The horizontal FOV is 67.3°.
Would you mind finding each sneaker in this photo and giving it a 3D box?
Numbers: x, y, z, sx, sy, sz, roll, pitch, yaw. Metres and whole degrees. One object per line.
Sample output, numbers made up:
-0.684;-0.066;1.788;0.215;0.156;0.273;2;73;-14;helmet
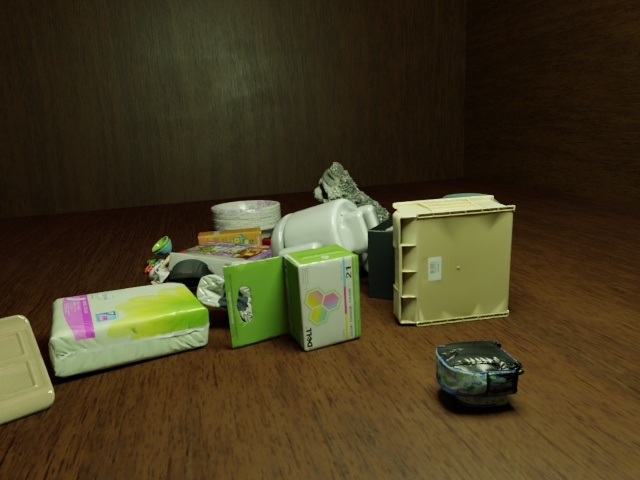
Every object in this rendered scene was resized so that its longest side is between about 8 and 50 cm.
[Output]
-0.159;0.143;1.133;0.235;0.093;0.153;13;1;10;sneaker

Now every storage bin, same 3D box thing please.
0.290;0.045;1.092;0.261;0.262;0.123;-5;16;-7;storage bin

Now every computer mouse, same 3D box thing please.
-0.364;0.092;1.267;0.184;0.060;0.262;-4;-13;3;computer mouse

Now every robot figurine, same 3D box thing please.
0.000;0.000;1.390;0.354;0.199;0.300;-14;5;34;robot figurine

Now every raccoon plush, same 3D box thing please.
0.196;-0.168;1.926;0.447;0.298;0.216;-5;13;-11;raccoon plush

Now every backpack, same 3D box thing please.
0.244;0.214;0.768;0.115;0.084;0.105;1;12;-5;backpack

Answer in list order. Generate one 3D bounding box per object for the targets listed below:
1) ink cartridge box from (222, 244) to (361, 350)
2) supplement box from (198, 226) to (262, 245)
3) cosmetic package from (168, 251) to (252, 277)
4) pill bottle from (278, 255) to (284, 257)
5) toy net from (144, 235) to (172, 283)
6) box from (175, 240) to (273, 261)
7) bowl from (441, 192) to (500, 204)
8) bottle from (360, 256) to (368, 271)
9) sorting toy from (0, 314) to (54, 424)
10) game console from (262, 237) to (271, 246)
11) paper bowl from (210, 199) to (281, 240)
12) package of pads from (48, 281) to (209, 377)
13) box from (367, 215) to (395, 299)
-0.054;0.127;0.982;0.256;0.188;0.097;-10;17;-23;ink cartridge box
-0.337;0.003;1.807;0.234;0.077;0.080;-6;14;-11;supplement box
-0.332;0.077;1.446;0.239;0.060;0.099;6;4;27;cosmetic package
-0.050;0.116;1.167;0.121;0.121;0.221;-9;14;-22;pill bottle
-0.527;0.074;1.534;0.122;0.045;0.232;-35;28;4;toy net
-0.318;0.058;1.609;0.294;0.057;0.201;4;15;27;box
0.547;-0.084;1.790;0.312;0.163;0.311;-3;14;1;bowl
0.147;0.032;1.541;0.118;0.092;0.283;-2;14;-3;bottle
-0.634;0.246;0.794;0.308;0.041;0.229;-13;41;-36;sorting toy
-0.110;0.020;1.680;0.144;0.124;0.085;3;41;25;game console
-0.303;-0.078;1.985;0.285;0.147;0.284;-4;14;1;paper bowl
-0.413;0.177;1.035;0.297;0.101;0.229;-7;14;-27;package of pads
0.223;0.034;1.319;0.103;0.184;0.261;2;14;28;box
